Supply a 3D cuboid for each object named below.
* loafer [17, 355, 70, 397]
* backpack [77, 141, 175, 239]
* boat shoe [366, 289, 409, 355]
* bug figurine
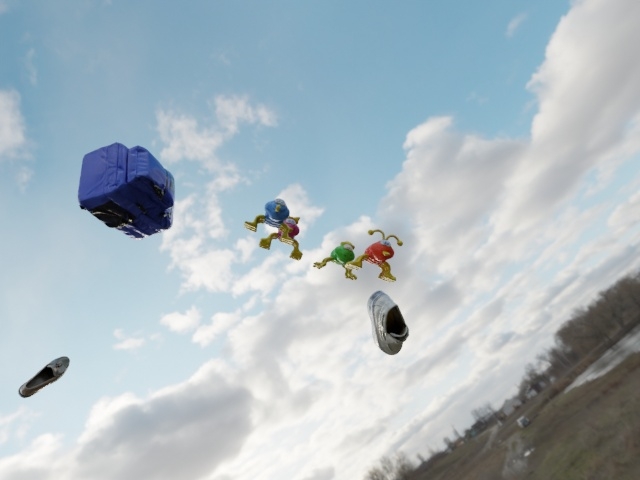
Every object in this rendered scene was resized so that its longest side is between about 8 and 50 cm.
[{"bbox_3d":[-0.630,0.310,0.997,0.039,0.045,0.125,-43,3,33],"label":"loafer"},{"bbox_3d":[-0.245,-0.058,0.579,0.101,0.098,0.120,-14,-33,10],"label":"backpack"},{"bbox_3d":[0.079,0.097,0.470,0.035,0.035,0.100,-34,-50,-20],"label":"boat shoe"},{"bbox_3d":[0.000,0.000,0.788,0.216,0.279,0.072,145,145,-72],"label":"bug figurine"}]
